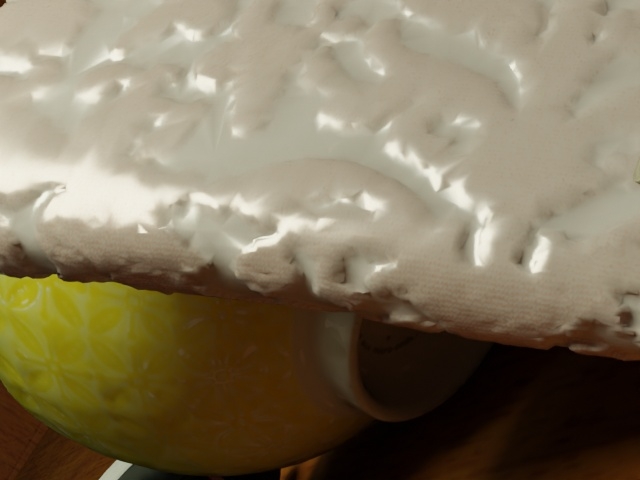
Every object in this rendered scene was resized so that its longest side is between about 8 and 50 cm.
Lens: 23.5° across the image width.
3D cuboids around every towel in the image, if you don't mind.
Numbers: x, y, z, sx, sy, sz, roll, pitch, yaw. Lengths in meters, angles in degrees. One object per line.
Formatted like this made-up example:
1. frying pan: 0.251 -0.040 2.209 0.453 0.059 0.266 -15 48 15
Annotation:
1. towel: 0.043 -0.104 0.569 0.332 0.053 0.317 6 56 26

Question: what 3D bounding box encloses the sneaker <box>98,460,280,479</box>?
1. sneaker: -0.065 0.173 0.757 0.147 0.104 0.296 -10 15 35

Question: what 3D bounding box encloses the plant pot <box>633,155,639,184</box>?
1. plant pot: 0.157 -0.047 0.370 0.109 0.096 0.109 -45 13 50

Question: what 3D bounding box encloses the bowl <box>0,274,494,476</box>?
1. bowl: 0.000 0.000 0.723 0.156 0.289 0.289 27 78 38
